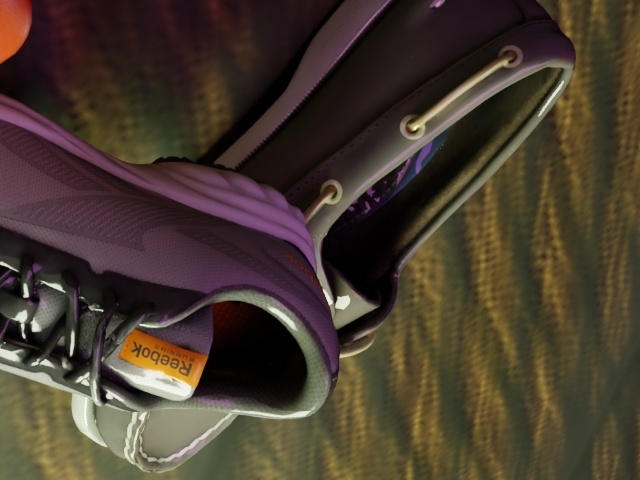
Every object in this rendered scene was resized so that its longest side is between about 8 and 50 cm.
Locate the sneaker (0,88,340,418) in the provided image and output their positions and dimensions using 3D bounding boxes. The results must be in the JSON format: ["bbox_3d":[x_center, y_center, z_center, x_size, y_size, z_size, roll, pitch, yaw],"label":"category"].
[{"bbox_3d":[-0.104,0.012,0.765,0.271,0.108,0.100,11,121,-32],"label":"sneaker"}]

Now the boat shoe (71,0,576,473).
[{"bbox_3d":[-0.002,-0.001,0.915,0.305,0.091,0.109,-51,149,11],"label":"boat shoe"}]

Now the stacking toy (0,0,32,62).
[{"bbox_3d":[-0.178,-0.050,0.636,0.330,0.141,0.141,-49,150,-7],"label":"stacking toy"}]
